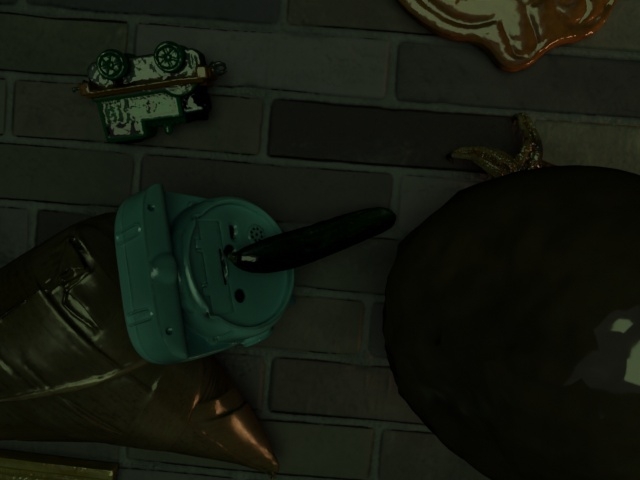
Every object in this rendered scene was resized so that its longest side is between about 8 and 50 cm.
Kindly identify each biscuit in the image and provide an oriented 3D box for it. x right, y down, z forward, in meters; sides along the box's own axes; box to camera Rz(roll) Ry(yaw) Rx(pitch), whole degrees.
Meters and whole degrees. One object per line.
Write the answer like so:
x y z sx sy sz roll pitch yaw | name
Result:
0.288 -0.453 0.860 0.365 0.062 0.385 36 94 -2 | biscuit

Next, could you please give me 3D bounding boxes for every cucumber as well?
0.000 0.000 0.834 0.285 0.056 0.056 -17 93 -35 | cucumber

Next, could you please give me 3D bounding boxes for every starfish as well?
0.260 -0.091 0.879 0.190 0.074 0.146 -42 97 5 | starfish

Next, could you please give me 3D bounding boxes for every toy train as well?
-0.247 -0.215 0.875 0.228 0.091 0.136 -6 104 0 | toy train

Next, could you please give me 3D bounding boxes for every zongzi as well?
-0.378 0.270 0.846 0.500 0.218 0.466 -30 97 5 | zongzi

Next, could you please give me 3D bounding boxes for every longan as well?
0.295 0.109 0.715 0.404 0.436 0.403 1 89 -38 | longan

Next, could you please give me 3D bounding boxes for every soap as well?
-0.449 0.385 0.937 0.252 0.037 0.092 6 92 1 | soap

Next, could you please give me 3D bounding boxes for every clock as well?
-0.132 0.038 0.806 0.094 0.274 0.223 -19 79 43 | clock
